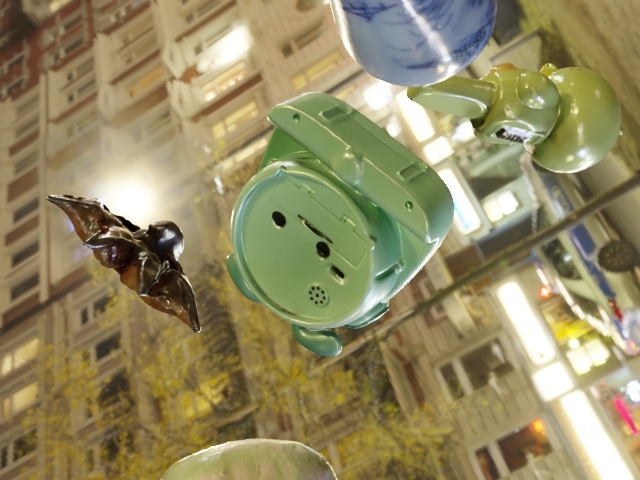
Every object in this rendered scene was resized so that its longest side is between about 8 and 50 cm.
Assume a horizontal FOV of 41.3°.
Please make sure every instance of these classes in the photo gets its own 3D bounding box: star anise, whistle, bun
[{"bbox_3d":[-0.234,0.007,1.106,0.272,0.102,0.272,41,175,4],"label":"star anise"},{"bbox_3d":[0.252,-0.175,1.054,0.294,0.141,0.141,21,-156,-15],"label":"whistle"},{"bbox_3d":[-0.098,0.422,1.198,0.293,0.293,0.187,48,-163,-44],"label":"bun"}]

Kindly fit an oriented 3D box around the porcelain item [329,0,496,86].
[{"bbox_3d":[0.061,-0.212,0.697,0.259,0.141,0.141,23,-142,-63],"label":"porcelain item"}]

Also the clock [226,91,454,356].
[{"bbox_3d":[0.000,0.000,0.626,0.148,0.188,0.060,37,-146,14],"label":"clock"}]
